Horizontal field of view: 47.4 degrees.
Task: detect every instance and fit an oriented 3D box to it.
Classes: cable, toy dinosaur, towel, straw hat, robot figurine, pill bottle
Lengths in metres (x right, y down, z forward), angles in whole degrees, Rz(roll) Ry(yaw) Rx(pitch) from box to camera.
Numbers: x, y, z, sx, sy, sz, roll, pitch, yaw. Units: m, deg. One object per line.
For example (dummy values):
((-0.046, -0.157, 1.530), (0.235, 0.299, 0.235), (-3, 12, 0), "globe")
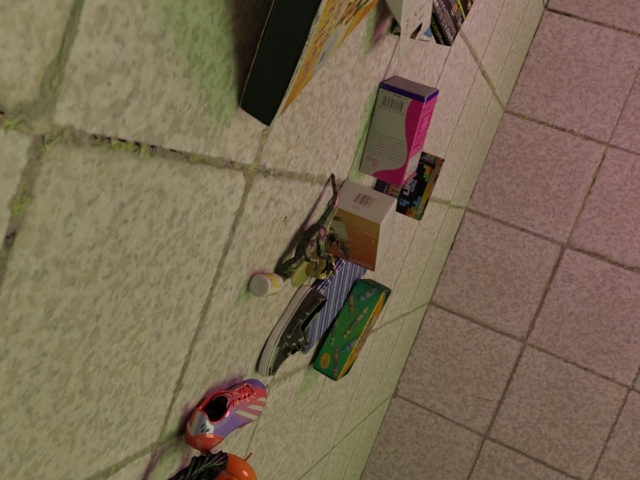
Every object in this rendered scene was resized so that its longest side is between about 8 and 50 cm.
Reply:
((-0.235, 0.424, 1.315), (0.150, 0.047, 0.184), (-50, 157, 27), "cable")
((0.000, 0.000, 1.518), (0.268, 0.064, 0.118), (-61, 139, -24), "toy dinosaur")
((0.045, 0.106, 1.869), (0.336, 0.040, 0.243), (-52, 159, -38), "towel")
((-0.002, 0.053, 1.602), (0.144, 0.061, 0.144), (-55, 158, -35), "straw hat")
((-0.211, 0.521, 1.456), (0.219, 0.128, 0.158), (-55, 144, -33), "robot figurine")
((-0.100, 0.083, 1.379), (0.043, 0.043, 0.083), (-70, 163, 7), "pill bottle")

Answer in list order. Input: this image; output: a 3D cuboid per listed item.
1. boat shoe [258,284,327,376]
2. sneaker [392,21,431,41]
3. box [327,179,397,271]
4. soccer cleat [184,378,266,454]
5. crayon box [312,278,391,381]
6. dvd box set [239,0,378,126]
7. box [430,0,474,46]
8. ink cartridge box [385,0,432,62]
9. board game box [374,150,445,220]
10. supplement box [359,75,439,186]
((-0.055, 0.207, 1.608), (0.228, 0.076, 0.080), (-59, 161, -25), "boat shoe")
((0.210, -0.474, 1.581), (0.162, 0.063, 0.073), (-29, 134, -65), "sneaker")
((0.092, -0.032, 1.660), (0.091, 0.130, 0.170), (-55, 159, -36), "box")
((-0.171, 0.316, 1.398), (0.248, 0.083, 0.095), (-28, 140, -58), "soccer cleat")
((0.091, 0.242, 2.021), (0.278, 0.081, 0.165), (-63, 167, 4), "crayon box")
((0.047, -0.388, 1.046), (0.420, 0.062, 0.307), (-55, 179, -34), "dvd box set")
((0.295, -0.569, 1.650), (0.184, 0.045, 0.191), (-65, 150, -8), "box")
((0.177, -0.503, 1.447), (0.189, 0.066, 0.232), (-53, 158, -41), "ink cartridge box")
((0.224, -0.154, 1.880), (0.170, 0.141, 0.048), (-71, 164, 10), "board game box")
((0.180, -0.253, 1.682), (0.114, 0.111, 0.220), (-40, 149, -57), "supplement box")
